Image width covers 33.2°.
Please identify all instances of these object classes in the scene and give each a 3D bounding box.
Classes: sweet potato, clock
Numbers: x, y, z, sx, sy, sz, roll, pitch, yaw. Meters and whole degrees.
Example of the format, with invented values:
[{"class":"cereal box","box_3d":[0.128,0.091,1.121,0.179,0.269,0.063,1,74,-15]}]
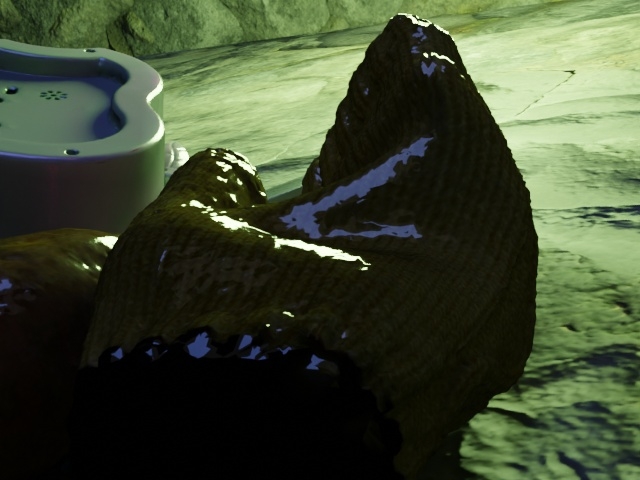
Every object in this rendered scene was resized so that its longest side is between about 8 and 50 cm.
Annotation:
[{"class":"sweet potato","box_3d":[-0.142,0.050,0.560,0.131,0.131,0.337,1,21,35]},{"class":"clock","box_3d":[-0.276,-0.095,1.000,0.339,0.102,0.338,7,26,-3]}]

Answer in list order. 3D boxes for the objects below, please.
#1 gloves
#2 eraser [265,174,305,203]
[{"class":"gloves","box_3d":[0.003,0.016,0.520,0.203,0.155,0.356,-11,30,23]},{"class":"eraser","box_3d":[-0.023,-0.018,0.842,0.122,0.052,0.029,-23,20,-39]}]
